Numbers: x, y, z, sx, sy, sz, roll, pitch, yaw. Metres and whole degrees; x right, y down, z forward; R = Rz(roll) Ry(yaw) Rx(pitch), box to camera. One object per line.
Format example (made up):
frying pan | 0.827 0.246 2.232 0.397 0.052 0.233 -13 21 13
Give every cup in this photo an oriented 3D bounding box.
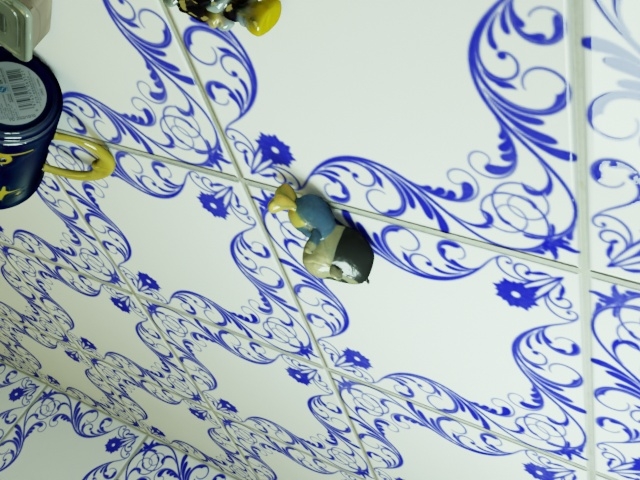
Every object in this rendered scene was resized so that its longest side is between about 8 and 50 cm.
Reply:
cup | -0.465 -0.180 1.328 0.256 0.255 0.178 -36 70 58

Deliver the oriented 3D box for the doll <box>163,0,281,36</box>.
doll | -0.187 -0.304 0.854 0.316 0.103 0.145 24 166 4

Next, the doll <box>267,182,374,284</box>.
doll | 0.000 0.000 1.138 0.179 0.102 0.089 41 112 -9

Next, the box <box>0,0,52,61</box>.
box | -0.405 -0.307 1.120 0.089 0.062 0.122 37 150 -3
